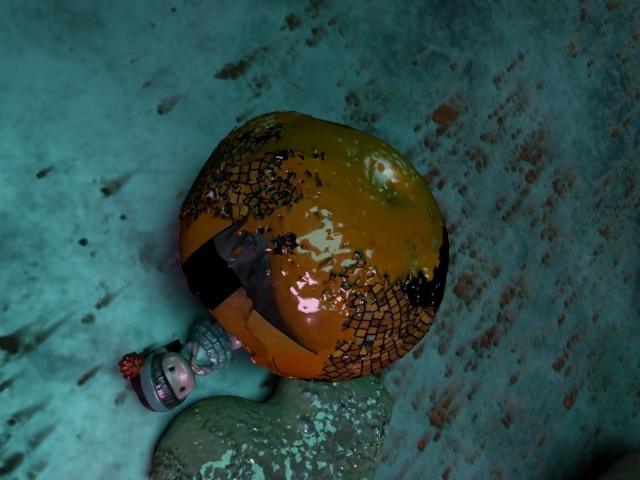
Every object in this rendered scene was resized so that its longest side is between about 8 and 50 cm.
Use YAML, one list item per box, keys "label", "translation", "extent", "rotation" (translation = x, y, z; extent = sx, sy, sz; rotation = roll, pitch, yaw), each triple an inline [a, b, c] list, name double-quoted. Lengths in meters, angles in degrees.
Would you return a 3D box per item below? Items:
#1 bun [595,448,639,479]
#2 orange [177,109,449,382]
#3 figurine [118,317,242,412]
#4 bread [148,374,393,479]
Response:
- label: "bun"
  translation: [0.407, 0.392, 0.674]
  extent: [0.364, 0.219, 0.366]
  rotation: [4, 81, -26]
- label: "orange"
  translation: [0.000, 0.000, 0.559]
  extent: [0.234, 0.182, 0.235]
  rotation: [20, 44, -21]
- label: "figurine"
  translation: [-0.113, 0.097, 0.557]
  extent: [0.106, 0.047, 0.060]
  rotation: [-33, 112, -33]
- label: "bread"
  translation: [-0.024, 0.197, 0.574]
  extent: [0.231, 0.064, 0.173]
  rotation: [-14, 84, -28]
